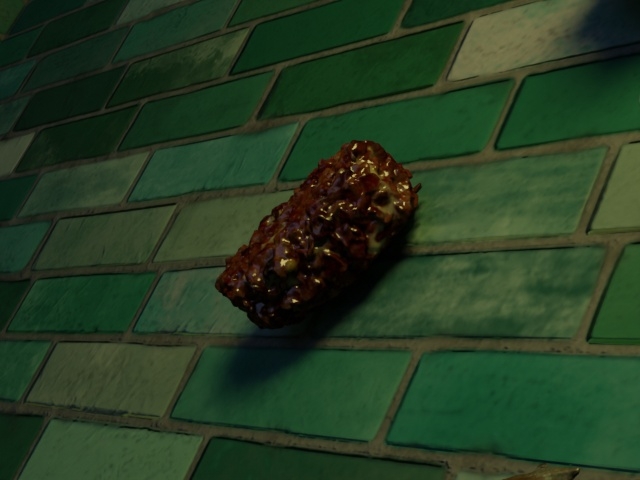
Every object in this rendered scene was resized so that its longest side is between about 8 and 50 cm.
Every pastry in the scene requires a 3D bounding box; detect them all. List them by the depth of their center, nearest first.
[{"bbox_3d":[0.000,0.000,1.194,0.208,0.097,0.115,-44,13,8],"label":"pastry"}]

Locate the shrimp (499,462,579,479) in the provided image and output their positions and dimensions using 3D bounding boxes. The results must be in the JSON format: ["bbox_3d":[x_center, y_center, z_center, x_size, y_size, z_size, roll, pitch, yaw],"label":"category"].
[{"bbox_3d":[0.116,0.218,0.852,0.223,0.047,0.126,-29,43,41],"label":"shrimp"}]
